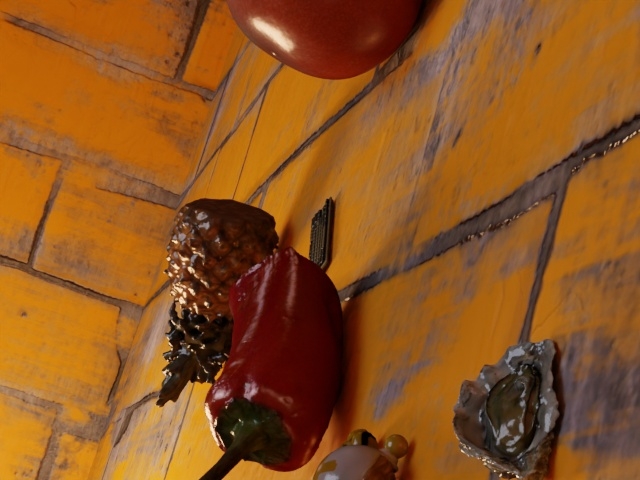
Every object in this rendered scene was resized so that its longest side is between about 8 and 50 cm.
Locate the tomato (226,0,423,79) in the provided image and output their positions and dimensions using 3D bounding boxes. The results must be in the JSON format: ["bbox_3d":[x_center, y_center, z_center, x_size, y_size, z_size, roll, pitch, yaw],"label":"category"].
[{"bbox_3d":[0.004,-0.319,1.467,0.224,0.256,0.256,-55,12,-2],"label":"tomato"}]

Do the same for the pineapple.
[{"bbox_3d":[-0.168,0.107,1.791,0.169,0.169,0.340,-107,30,-70],"label":"pineapple"}]

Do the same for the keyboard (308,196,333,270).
[{"bbox_3d":[0.000,0.000,1.515,0.129,0.015,0.049,-85,20,-50],"label":"keyboard"}]

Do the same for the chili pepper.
[{"bbox_3d":[-0.045,0.159,1.199,0.134,0.131,0.338,-34,25,26],"label":"chili pepper"}]

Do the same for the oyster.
[{"bbox_3d":[0.131,0.110,0.781,0.100,0.037,0.098,-53,26,-19],"label":"oyster"}]

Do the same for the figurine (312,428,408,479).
[{"bbox_3d":[0.031,0.192,0.994,0.101,0.068,0.143,-53,3,33],"label":"figurine"}]
